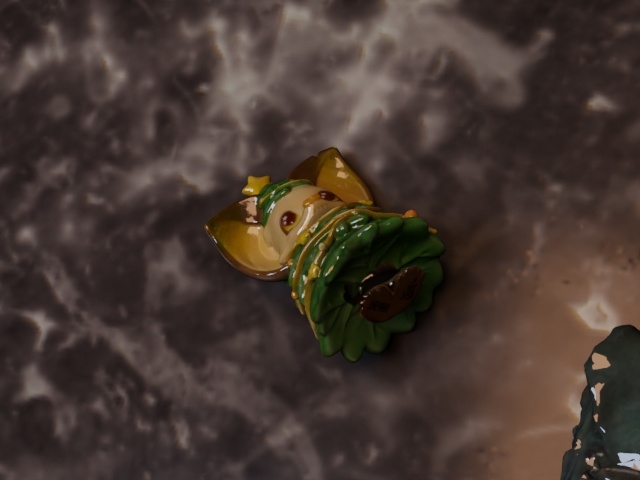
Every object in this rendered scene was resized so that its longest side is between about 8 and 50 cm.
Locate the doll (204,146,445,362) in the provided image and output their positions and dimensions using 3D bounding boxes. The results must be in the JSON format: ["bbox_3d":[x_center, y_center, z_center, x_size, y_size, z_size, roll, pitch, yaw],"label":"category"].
[{"bbox_3d":[0.005,0.009,0.873,0.078,0.076,0.113,-33,31,-19],"label":"doll"}]

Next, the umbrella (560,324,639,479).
[{"bbox_3d":[0.254,0.126,0.709,0.349,0.094,0.143,9,95,29],"label":"umbrella"}]
